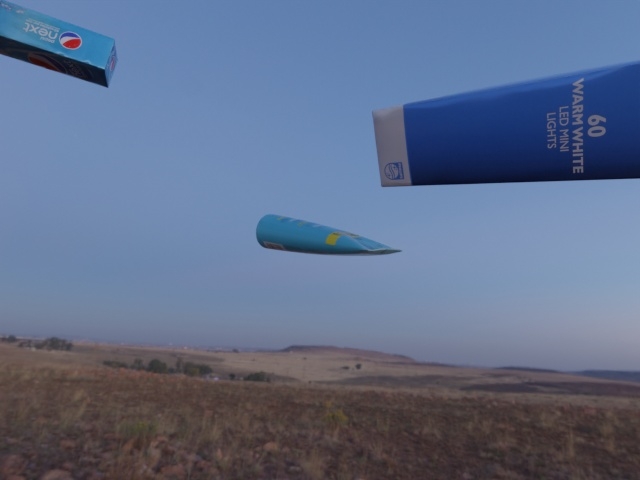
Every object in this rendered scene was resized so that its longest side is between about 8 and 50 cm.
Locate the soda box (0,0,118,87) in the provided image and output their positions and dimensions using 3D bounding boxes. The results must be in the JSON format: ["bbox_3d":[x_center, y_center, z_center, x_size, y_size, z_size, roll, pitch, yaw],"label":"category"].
[{"bbox_3d":[-0.494,-0.360,0.764,0.210,0.071,0.067,14,-17,-17],"label":"soda box"}]

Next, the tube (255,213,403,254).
[{"bbox_3d":[0.000,0.000,0.558,0.207,0.052,0.080,10,10,39],"label":"tube"}]

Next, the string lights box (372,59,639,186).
[{"bbox_3d":[0.189,-0.097,0.347,0.260,0.076,0.133,5,21,42],"label":"string lights box"}]
